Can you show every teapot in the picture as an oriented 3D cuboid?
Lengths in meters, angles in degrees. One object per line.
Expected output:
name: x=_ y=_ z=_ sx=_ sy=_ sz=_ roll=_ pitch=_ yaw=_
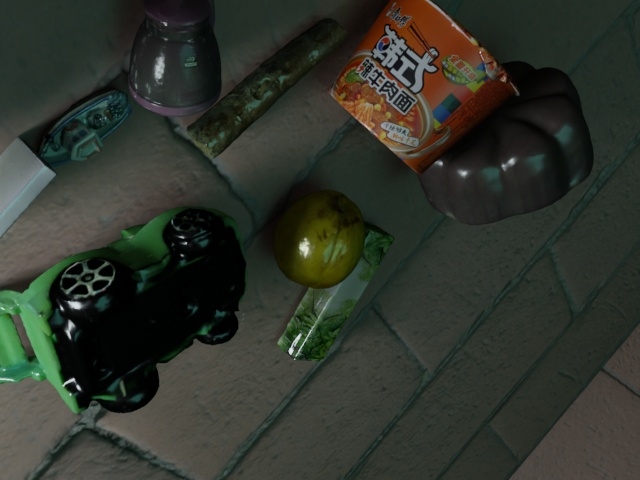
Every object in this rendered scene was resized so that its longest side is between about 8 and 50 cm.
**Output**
teapot: x=-0.164 y=-0.239 z=1.065 sx=0.148 sy=0.116 sz=0.146 roll=-30 pitch=148 yaw=-34

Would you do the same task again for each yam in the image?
yam: x=-0.074 y=-0.221 z=1.230 sx=0.274 sy=0.061 sz=0.061 roll=-43 pitch=141 yaw=-13

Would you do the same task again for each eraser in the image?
eraser: x=-0.383 y=-0.046 z=1.020 sx=0.150 sy=0.104 sz=0.023 roll=-49 pitch=135 yaw=-4

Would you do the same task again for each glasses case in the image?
glasses case: x=0.025 y=0.090 z=1.574 sx=0.095 sy=0.062 sz=0.272 roll=15 pitch=108 yaw=-56

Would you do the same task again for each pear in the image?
pear: x=0.000 y=0.000 z=1.409 sx=0.149 sy=0.149 sz=0.162 roll=1 pitch=123 yaw=-46

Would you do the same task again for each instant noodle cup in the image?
instant noodle cup: x=0.146 y=-0.232 z=1.310 sx=0.192 sy=0.250 sz=0.250 roll=-49 pitch=143 yaw=9

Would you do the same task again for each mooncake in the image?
mooncake: x=0.304 y=-0.171 z=1.473 sx=0.306 sy=0.306 sz=0.154 roll=-42 pitch=136 yaw=-13

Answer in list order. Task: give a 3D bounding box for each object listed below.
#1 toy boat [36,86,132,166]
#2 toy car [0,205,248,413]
toy boat: x=-0.290 y=-0.133 z=1.075 sx=0.140 sy=0.066 sz=0.059 roll=-38 pitch=143 yaw=-16
toy car: x=-0.270 y=0.085 z=1.189 sx=0.358 sy=0.176 sz=0.213 roll=-35 pitch=137 yaw=-30
